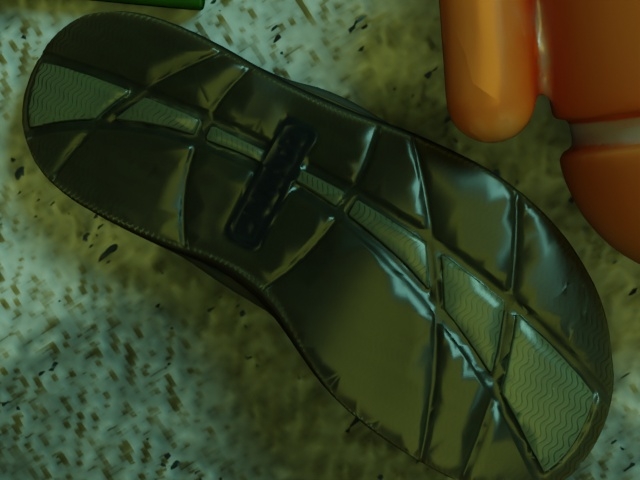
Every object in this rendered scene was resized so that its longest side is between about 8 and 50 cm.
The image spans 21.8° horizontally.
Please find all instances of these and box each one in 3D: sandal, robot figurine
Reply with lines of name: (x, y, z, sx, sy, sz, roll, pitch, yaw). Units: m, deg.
sandal: (0.000, 0.000, 0.548, 0.219, 0.060, 0.090, 29, 89, 13)
robot figurine: (0.127, -0.082, 0.498, 0.158, 0.128, 0.219, -14, 97, -41)

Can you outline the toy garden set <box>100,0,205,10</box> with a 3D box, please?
toy garden set: (-0.034, -0.197, 0.529, 0.203, 0.049, 0.244, 5, 96, 1)
